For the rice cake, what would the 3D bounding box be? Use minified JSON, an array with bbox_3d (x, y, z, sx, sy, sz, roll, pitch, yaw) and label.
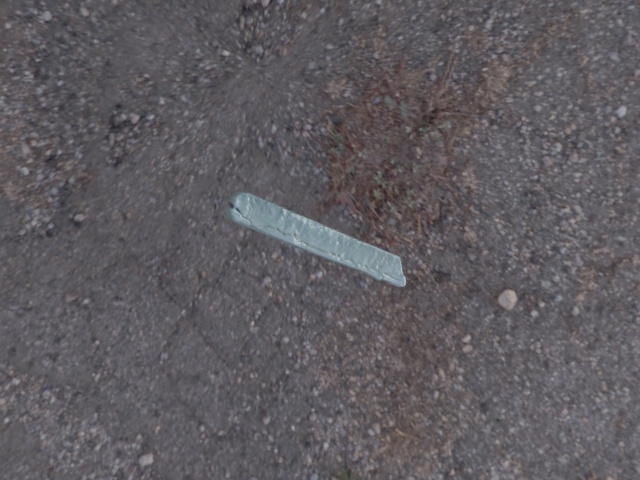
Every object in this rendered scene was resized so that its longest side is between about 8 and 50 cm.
[{"bbox_3d":[0.000,0.000,0.531,0.170,0.033,0.029,23,85,-19],"label":"rice cake"}]
